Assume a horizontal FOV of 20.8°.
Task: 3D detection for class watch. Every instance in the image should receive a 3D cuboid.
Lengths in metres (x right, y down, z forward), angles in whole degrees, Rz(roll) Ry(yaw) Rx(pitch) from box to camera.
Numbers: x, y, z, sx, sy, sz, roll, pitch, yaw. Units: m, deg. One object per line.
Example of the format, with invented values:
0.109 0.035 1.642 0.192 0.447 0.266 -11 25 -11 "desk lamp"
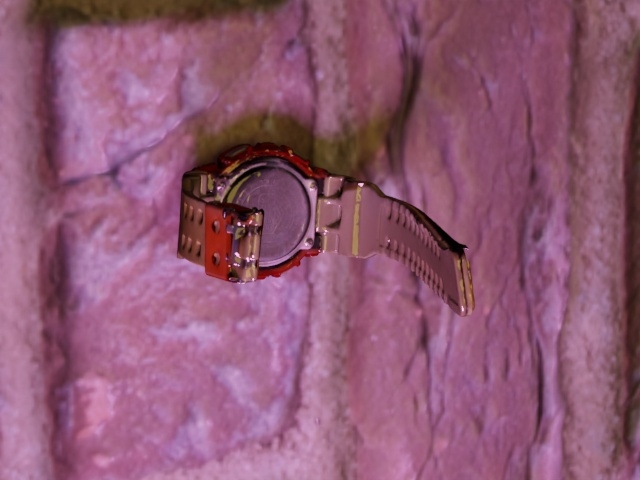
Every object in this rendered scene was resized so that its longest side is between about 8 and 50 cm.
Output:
-0.007 -0.001 1.182 0.164 0.268 0.102 1 100 -14 "watch"
